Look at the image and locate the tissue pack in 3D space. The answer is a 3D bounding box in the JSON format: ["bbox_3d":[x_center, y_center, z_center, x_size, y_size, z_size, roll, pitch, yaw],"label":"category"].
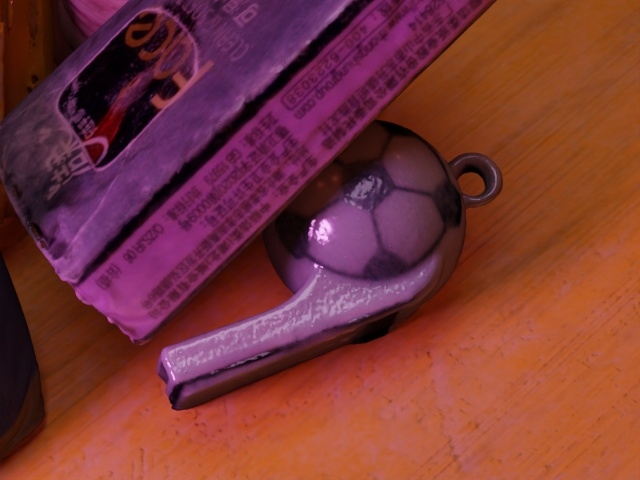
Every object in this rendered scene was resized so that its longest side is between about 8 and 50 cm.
[{"bbox_3d":[-0.060,-0.118,1.284,0.361,0.122,0.259,-42,32,3],"label":"tissue pack"}]

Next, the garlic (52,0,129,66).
[{"bbox_3d":[-0.107,-0.230,1.522,0.253,0.245,0.245,14,44,-21],"label":"garlic"}]

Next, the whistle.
[{"bbox_3d":[0.000,0.000,1.306,0.289,0.163,0.163,-21,48,-9],"label":"whistle"}]

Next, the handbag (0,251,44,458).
[{"bbox_3d":[-0.344,0.061,1.254,0.263,0.241,0.222,-30,49,-15],"label":"handbag"}]

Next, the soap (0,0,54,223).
[{"bbox_3d":[-0.318,-0.178,1.421,0.204,0.325,0.096,3,11,14],"label":"soap"}]
